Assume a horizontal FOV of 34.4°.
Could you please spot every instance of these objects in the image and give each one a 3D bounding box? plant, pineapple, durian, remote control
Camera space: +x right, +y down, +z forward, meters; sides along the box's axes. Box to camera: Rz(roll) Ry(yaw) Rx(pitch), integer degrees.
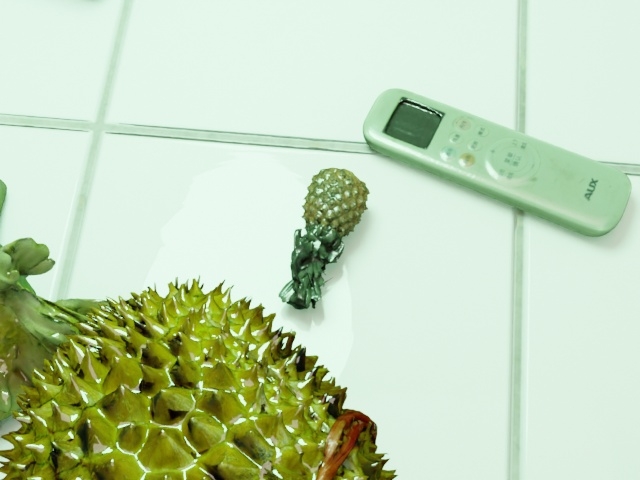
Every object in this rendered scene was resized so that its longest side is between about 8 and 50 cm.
[{"bbox_3d":[-0.379,0.074,1.055,0.261,0.305,0.297,-57,32,-1],"label":"plant"},{"bbox_3d":[0.000,0.000,1.123,0.074,0.074,0.159,18,69,9],"label":"pineapple"},{"bbox_3d":[-0.103,0.222,0.892,0.347,0.348,0.384,-43,51,-18],"label":"durian"},{"bbox_3d":[0.197,-0.091,1.179,0.309,0.038,0.090,24,67,12],"label":"remote control"}]
